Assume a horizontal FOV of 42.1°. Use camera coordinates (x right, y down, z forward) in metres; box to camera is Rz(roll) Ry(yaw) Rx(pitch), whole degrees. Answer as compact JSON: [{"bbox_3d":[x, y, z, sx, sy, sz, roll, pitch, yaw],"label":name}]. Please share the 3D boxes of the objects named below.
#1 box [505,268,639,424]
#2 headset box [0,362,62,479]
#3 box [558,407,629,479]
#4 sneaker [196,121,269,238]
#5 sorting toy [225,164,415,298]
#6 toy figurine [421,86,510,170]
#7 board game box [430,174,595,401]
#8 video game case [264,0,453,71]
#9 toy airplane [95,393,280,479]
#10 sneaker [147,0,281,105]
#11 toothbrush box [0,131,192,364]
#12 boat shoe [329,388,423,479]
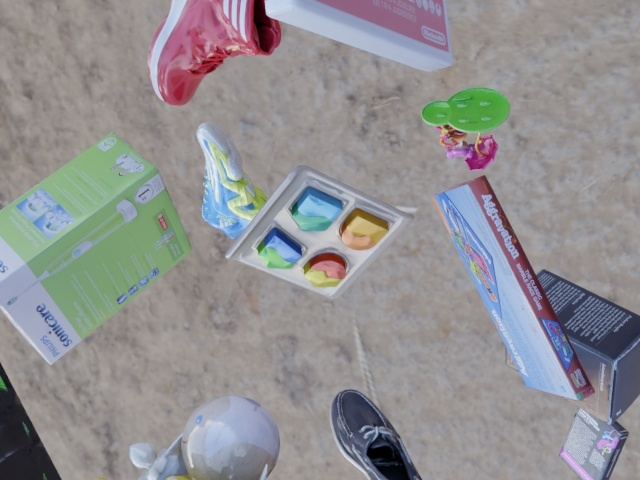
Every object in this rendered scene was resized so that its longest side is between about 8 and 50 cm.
[{"bbox_3d":[0.406,0.167,1.324,0.207,0.108,0.153,30,145,38],"label":"box"},{"bbox_3d":[-0.471,0.289,1.027,0.131,0.283,0.246,-28,89,15],"label":"headset box"},{"bbox_3d":[0.554,0.416,1.690,0.116,0.029,0.162,49,138,49],"label":"box"},{"bbox_3d":[-0.189,-0.097,1.552,0.126,0.091,0.240,-28,111,12],"label":"sneaker"},{"bbox_3d":[0.000,0.000,1.156,0.193,0.208,0.038,-49,35,33],"label":"sorting toy"},{"bbox_3d":[0.298,-0.207,1.692,0.173,0.130,0.159,-5,140,9],"label":"toy figurine"},{"bbox_3d":[0.229,0.059,1.016,0.281,0.027,0.145,63,168,-2],"label":"board game box"},{"bbox_3d":[0.019,-0.268,0.550,0.025,0.204,0.285,-9,86,34],"label":"video game case"},{"bbox_3d":[-0.068,0.273,0.717,0.386,0.384,0.272,5,81,26],"label":"toy airplane"},{"bbox_3d":[-0.127,-0.226,0.994,0.128,0.087,0.221,39,138,15],"label":"sneaker"},{"bbox_3d":[-0.354,0.012,1.232,0.122,0.283,0.206,36,157,30],"label":"toothbrush box"},{"bbox_3d":[0.073,0.235,0.931,0.206,0.075,0.065,-122,33,-44],"label":"boat shoe"}]
